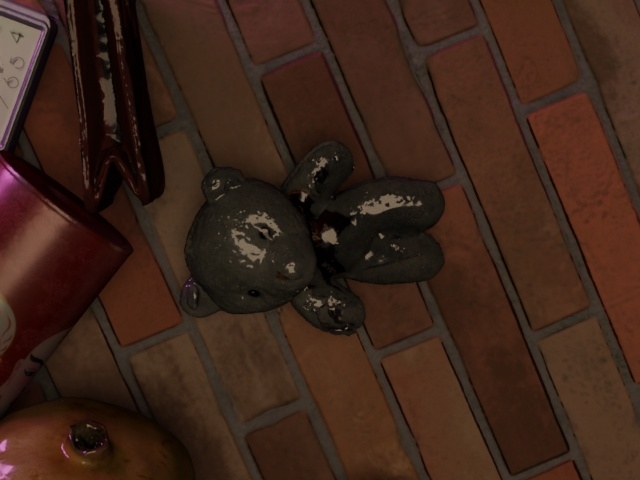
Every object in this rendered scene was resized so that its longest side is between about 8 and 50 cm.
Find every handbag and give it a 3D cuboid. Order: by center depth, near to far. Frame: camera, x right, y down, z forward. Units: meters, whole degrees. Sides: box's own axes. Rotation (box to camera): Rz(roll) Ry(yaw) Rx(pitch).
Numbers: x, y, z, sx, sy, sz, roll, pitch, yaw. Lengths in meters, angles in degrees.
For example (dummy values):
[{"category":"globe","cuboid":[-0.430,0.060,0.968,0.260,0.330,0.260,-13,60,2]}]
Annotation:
[{"category":"handbag","cuboid":[-0.244,-0.174,1.542,0.084,0.260,0.275,-6,94,-1]}]

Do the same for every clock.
[{"category":"clock","cuboid":[-0.422,-0.210,1.619,0.145,0.073,0.193,20,94,-6]}]

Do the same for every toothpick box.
[{"category":"toothpick box","cuboid":[-0.405,0.082,1.581,0.204,0.204,0.333,39,92,-6]}]

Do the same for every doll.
[{"category":"doll","cuboid":[-0.001,0.002,1.625,0.341,0.158,0.245,1,107,-7]}]

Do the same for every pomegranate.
[{"category":"pomegranate","cuboid":[-0.281,0.342,1.548,0.333,0.332,0.332,0,95,-4]}]
